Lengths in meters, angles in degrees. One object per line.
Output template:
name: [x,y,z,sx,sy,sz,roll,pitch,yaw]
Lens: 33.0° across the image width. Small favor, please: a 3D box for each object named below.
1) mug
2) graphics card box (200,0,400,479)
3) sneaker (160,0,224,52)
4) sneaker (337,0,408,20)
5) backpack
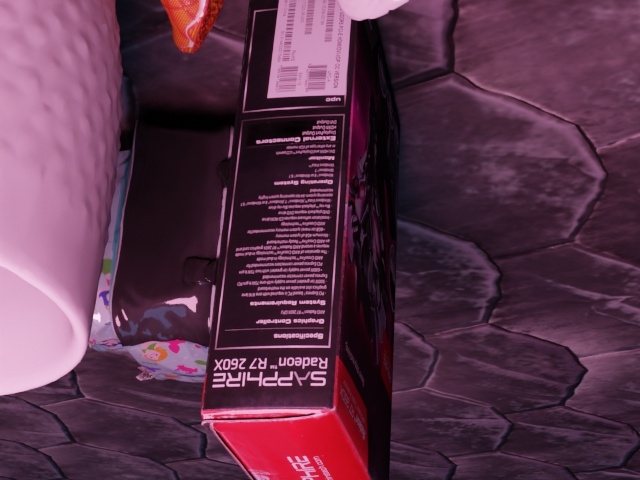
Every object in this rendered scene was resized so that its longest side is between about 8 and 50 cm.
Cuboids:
mug: [-0.270,-0.076,0.746,0.276,0.328,0.374,5,152,-4]
graphics card box: [0.000,0.000,0.820,0.094,0.371,0.233,-4,150,11]
sneaker: [-0.103,-0.208,0.788,0.067,0.064,0.175,20,148,10]
sneaker: [0.079,-0.234,0.684,0.232,0.090,0.115,-26,123,28]
backpack: [-0.129,0.025,1.033,0.191,0.225,0.253,-1,161,13]
